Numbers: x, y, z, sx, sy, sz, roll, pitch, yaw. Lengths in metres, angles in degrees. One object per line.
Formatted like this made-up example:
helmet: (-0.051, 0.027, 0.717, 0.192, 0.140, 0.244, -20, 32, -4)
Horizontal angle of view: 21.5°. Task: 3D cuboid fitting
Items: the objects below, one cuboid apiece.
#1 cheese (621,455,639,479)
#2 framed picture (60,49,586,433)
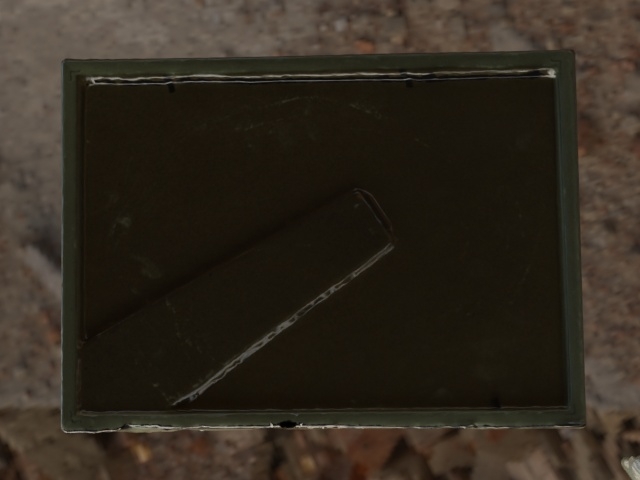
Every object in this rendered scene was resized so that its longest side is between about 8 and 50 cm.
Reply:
cheese: (0.316, 0.079, 0.663, 0.085, 0.400, 0.034, -127, 32, -61)
framed picture: (0.000, 0.000, 1.083, 0.335, 0.022, 0.247, -1, 82, 3)
